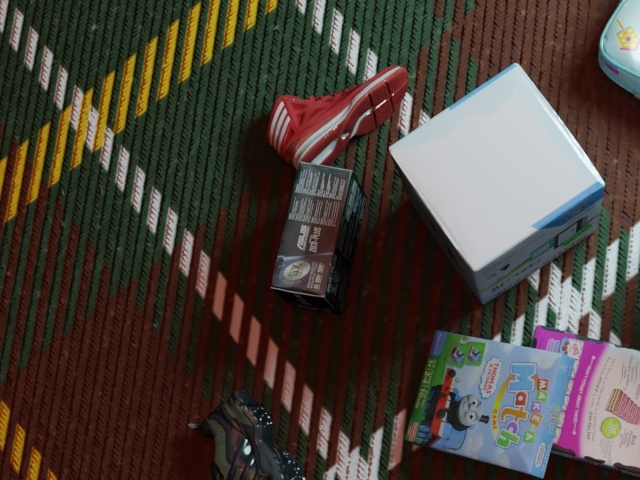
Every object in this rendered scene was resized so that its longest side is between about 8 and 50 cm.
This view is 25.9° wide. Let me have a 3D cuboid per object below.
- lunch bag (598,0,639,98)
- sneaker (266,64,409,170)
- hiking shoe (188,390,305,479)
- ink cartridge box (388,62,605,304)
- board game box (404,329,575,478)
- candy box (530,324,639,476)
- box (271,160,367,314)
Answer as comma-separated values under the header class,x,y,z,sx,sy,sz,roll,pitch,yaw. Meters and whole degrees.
class,x,y,z,sx,sy,sz,roll,pitch,yaw
lunch bag,0.527,-0.299,1.910,0.224,0.108,0.279,32,85,12
sneaker,0.013,-0.199,1.993,0.221,0.087,0.128,-40,58,-18
hiking shoe,-0.094,0.325,1.906,0.114,0.086,0.226,-34,68,15
ink cartridge box,0.234,-0.065,1.826,0.198,0.270,0.197,-34,76,1
board game box,0.221,0.212,1.834,0.212,0.039,0.160,8,77,43
candy box,0.380,0.219,1.839,0.234,0.071,0.159,15,81,14
box,0.000,0.000,1.917,0.078,0.147,0.180,10,80,12
